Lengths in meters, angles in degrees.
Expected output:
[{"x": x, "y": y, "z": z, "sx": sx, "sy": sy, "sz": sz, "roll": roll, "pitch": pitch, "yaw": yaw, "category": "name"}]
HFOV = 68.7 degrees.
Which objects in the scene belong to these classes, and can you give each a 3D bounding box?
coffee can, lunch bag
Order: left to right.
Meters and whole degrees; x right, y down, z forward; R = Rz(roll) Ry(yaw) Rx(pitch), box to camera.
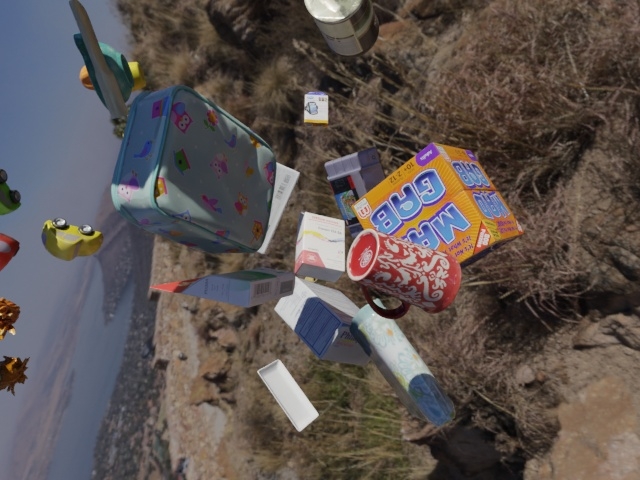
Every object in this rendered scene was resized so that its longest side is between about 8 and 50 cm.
[{"x": -0.185, "y": -0.104, "z": 0.754, "sx": 0.108, "sy": 0.279, "sz": 0.224, "roll": -3, "pitch": 74, "yaw": 27, "category": "lunch bag"}, {"x": 0.079, "y": -0.772, "z": 1.590, "sx": 0.201, "sy": 0.201, "sz": 0.275, "roll": -69, "pitch": -15, "yaw": 4, "category": "coffee can"}]

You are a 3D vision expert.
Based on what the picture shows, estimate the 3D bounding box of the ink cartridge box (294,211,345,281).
[{"x": 0.000, "y": 0.000, "z": 1.223, "sx": 0.067, "sy": 0.115, "sz": 0.198, "roll": 123, "pitch": 154, "yaw": -51, "category": "ink cartridge box"}]

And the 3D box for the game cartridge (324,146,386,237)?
[{"x": 0.177, "y": -0.190, "z": 1.953, "sx": 0.230, "sy": 0.355, "sz": 0.068, "roll": -18, "pitch": 24, "yaw": 13, "category": "game cartridge"}]

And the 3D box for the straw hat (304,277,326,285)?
[{"x": 0.003, "y": 0.150, "z": 1.907, "sx": 0.144, "sy": 0.061, "sz": 0.144, "roll": -42, "pitch": 17, "yaw": 16, "category": "straw hat"}]

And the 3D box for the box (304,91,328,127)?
[{"x": -0.015, "y": -0.450, "z": 1.606, "sx": 0.028, "sy": 0.081, "sz": 0.136, "roll": 98, "pitch": 173, "yaw": -63, "category": "box"}]

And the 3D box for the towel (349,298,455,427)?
[{"x": 0.204, "y": 0.322, "z": 1.241, "sx": 0.090, "sy": 0.320, "sz": 0.374, "roll": -36, "pitch": -14, "yaw": -8, "category": "towel"}]

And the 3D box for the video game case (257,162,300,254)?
[{"x": -0.189, "y": -0.108, "z": 1.183, "sx": 0.026, "sy": 0.206, "sz": 0.227, "roll": 47, "pitch": -113, "yaw": -87, "category": "video game case"}]

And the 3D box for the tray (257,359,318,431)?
[{"x": -0.129, "y": 0.593, "z": 1.793, "sx": 0.030, "sy": 0.145, "sz": 0.270, "roll": -47, "pitch": 73, "yaw": 27, "category": "tray"}]

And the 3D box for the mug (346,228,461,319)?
[{"x": 0.133, "y": 0.066, "z": 0.798, "sx": 0.113, "sy": 0.169, "sz": 0.150, "roll": 20, "pitch": 89, "yaw": 64, "category": "mug"}]

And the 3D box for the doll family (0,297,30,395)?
[{"x": -0.455, "y": 0.160, "z": 0.593, "sx": 0.163, "sy": 0.118, "sz": 0.263, "roll": -23, "pitch": -63, "yaw": -78, "category": "doll family"}]

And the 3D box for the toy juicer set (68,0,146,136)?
[{"x": -0.401, "y": -0.278, "z": 0.892, "sx": 0.329, "sy": 0.089, "sz": 0.209, "roll": -156, "pitch": 51, "yaw": -84, "category": "toy juicer set"}]

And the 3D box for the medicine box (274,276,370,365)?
[{"x": 0.034, "y": 0.281, "z": 1.629, "sx": 0.289, "sy": 0.263, "sz": 0.149, "roll": 40, "pitch": 101, "yaw": 43, "category": "medicine box"}]

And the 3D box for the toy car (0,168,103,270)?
[{"x": -0.513, "y": -0.028, "z": 0.769, "sx": 0.225, "sy": 0.239, "sz": 0.053, "roll": 85, "pitch": 174, "yaw": -48, "category": "toy car"}]

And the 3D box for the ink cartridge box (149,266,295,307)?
[{"x": -0.188, "y": 0.078, "z": 0.928, "sx": 0.225, "sy": 0.181, "sz": 0.056, "roll": 10, "pitch": 95, "yaw": 22, "category": "ink cartridge box"}]

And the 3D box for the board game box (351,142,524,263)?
[{"x": 0.402, "y": -0.072, "z": 1.603, "sx": 0.356, "sy": 0.356, "sz": 0.356, "roll": -37, "pitch": 73, "yaw": 33, "category": "board game box"}]
